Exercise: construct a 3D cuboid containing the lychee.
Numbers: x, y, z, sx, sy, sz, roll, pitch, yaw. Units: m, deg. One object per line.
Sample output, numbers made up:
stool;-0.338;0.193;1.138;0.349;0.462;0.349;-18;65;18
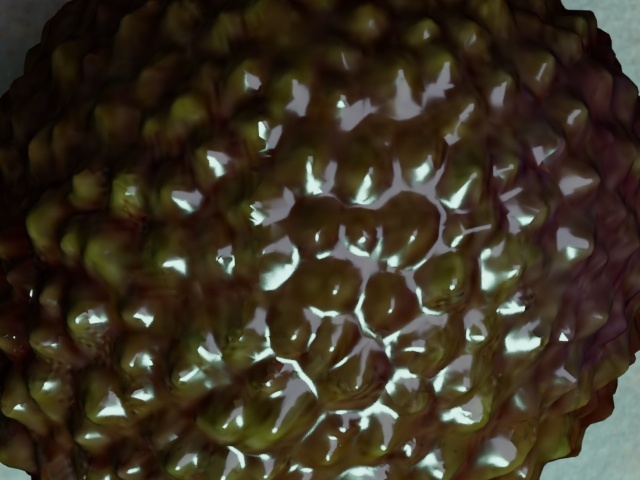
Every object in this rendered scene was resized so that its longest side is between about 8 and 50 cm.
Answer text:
lychee;0.000;0.000;0.868;0.306;0.306;0.330;31;76;-31
